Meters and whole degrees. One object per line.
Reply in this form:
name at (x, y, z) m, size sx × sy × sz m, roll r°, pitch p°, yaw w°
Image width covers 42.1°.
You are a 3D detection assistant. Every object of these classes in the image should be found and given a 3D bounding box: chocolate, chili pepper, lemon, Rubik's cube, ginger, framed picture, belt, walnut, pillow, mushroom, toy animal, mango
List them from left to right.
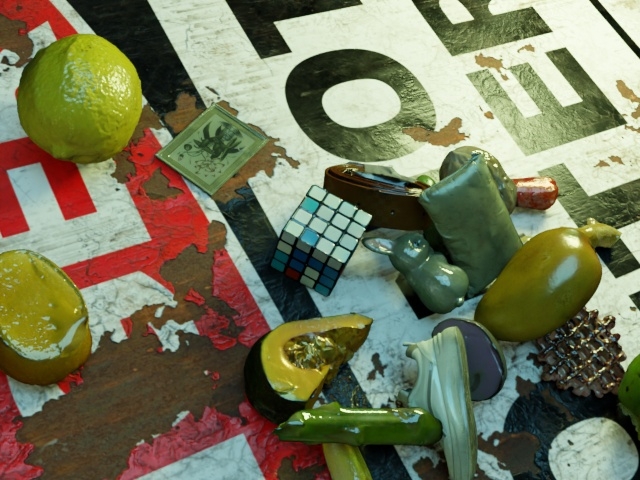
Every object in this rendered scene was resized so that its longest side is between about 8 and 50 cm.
lemon at (-0.520, -0.314, 1.813) m, size 0.268 × 0.268 × 0.322 m, roll 6°, pitch 60°, yaw -11°
framed picture at (-0.255, -0.219, 1.976) m, size 0.173 × 0.010 × 0.231 m, roll 34°, pitch 55°, yaw 8°
Rubik's cube at (0.000, 0.000, 1.818) m, size 0.154 × 0.151 × 0.155 m, roll 29°, pitch 54°, yaw 3°
chocolate at (0.047, 0.418, 1.598) m, size 0.085 × 0.086 × 0.219 m, roll -10°, pitch 60°, yaw -21°
belt at (0.134, -0.102, 1.908) m, size 0.261 × 0.105 × 0.184 m, roll 13°, pitch 22°, yaw 13°
toy animal at (0.211, 0.050, 1.819) m, size 0.251 × 0.127 × 0.125 m, roll 39°, pitch 60°, yaw -7°
mushroom at (0.323, 0.250, 1.765) m, size 0.117 × 0.141 × 0.188 m, roll 4°, pitch 51°, yaw -55°
pillow at (0.344, -0.035, 1.869) m, size 0.185 × 0.075 × 0.302 m, roll -35°, pitch 115°, yaw -11°
walnut at (0.367, -0.126, 1.972) m, size 0.230 × 0.178 × 0.178 m, roll 52°, pitch 51°, yaw -25°
mango at (0.482, 0.105, 1.833) m, size 0.317 × 0.211 × 0.173 m, roll -42°, pitch 117°, yaw -4°
chili pepper at (0.554, -0.119, 2.087) m, size 0.192 × 0.084 × 0.086 m, roll -2°, pitch 75°, yaw -11°
ginger at (0.613, 0.015, 2.027) m, size 0.298 × 0.065 × 0.118 m, roll -14°, pitch 69°, yaw -26°

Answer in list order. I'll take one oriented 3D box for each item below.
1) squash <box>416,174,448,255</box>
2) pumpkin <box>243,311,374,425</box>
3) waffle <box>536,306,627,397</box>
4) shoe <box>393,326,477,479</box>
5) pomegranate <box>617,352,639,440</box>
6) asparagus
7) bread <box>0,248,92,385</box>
squash at (0.268, -0.062, 1.979) m, size 0.077 × 0.068 × 0.219 m, roll -4°, pitch 59°, yaw -26°
pumpkin at (-0.010, 0.261, 1.650) m, size 0.280 × 0.139 × 0.190 m, roll -5°, pitch 55°, yaw -15°
waffle at (0.588, 0.241, 1.879) m, size 0.221 × 0.055 × 0.234 m, roll 10°, pitch 60°, yaw -9°
shoe at (0.227, 0.336, 1.677) m, size 0.159 × 0.124 × 0.316 m, roll -5°, pitch 77°, yaw 16°
pomegranate at (0.771, 0.325, 1.772) m, size 0.260 × 0.260 × 0.341 m, roll 28°, pitch 24°, yaw 4°
asparagus at (0.066, 0.351, 1.567) m, size 0.343 × 0.082 × 0.085 m, roll 4°, pitch 26°, yaw -18°
bread at (-0.548, 0.145, 1.577) m, size 0.195 × 0.143 × 0.270 m, roll -30°, pitch 71°, yaw -32°
